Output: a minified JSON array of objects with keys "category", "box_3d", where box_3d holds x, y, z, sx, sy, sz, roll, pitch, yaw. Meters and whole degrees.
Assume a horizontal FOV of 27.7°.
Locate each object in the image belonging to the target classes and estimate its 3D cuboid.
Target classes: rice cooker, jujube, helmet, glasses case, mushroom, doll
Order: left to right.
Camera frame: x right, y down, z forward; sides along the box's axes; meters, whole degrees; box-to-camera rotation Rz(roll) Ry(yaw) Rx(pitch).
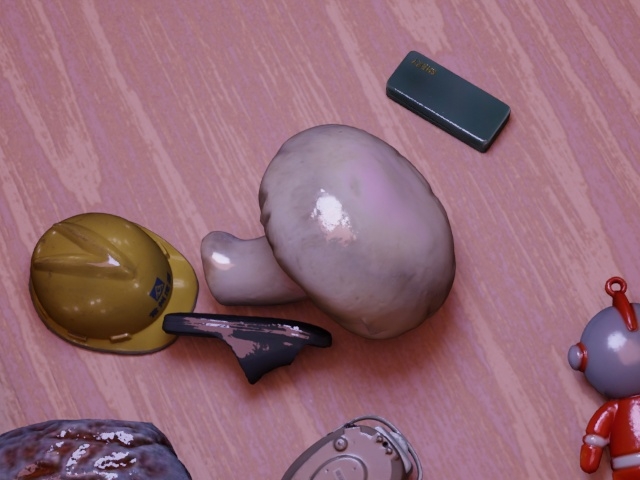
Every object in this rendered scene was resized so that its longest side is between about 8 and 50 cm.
[{"category":"jujube","box_3d":[-0.305,0.347,1.680,0.308,0.246,0.215,-9,66,11]},{"category":"helmet","box_3d":[-0.313,0.045,1.853,0.257,0.140,0.205,19,72,13]},{"category":"mushroom","box_3d":[0.022,-0.027,1.780,0.356,0.315,0.315,24,73,23]},{"category":"rice cooker","box_3d":[0.032,0.328,1.730,0.206,0.127,0.145,-39,73,-1]},{"category":"glasses case","box_3d":[0.193,-0.211,1.964,0.184,0.039,0.078,32,75,14]},{"category":"doll","box_3d":[0.434,0.213,1.766,0.199,0.105,0.337,-11,77,2]}]

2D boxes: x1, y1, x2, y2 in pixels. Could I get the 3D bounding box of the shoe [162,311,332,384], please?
[{"category":"shoe","box_3d":[-0.105,0.153,1.820,0.241,0.108,0.093,6,90,4]}]
